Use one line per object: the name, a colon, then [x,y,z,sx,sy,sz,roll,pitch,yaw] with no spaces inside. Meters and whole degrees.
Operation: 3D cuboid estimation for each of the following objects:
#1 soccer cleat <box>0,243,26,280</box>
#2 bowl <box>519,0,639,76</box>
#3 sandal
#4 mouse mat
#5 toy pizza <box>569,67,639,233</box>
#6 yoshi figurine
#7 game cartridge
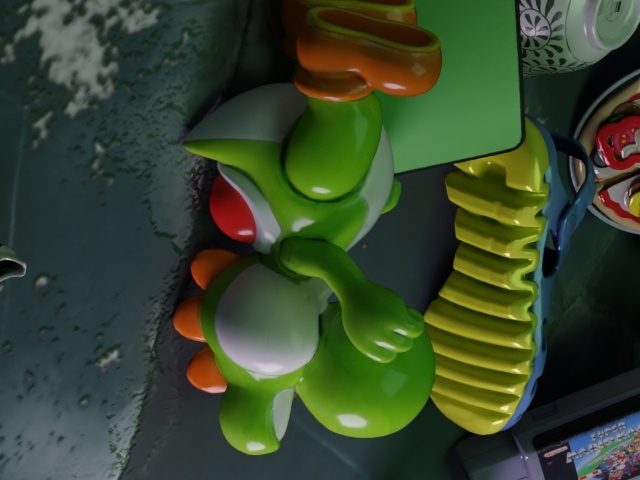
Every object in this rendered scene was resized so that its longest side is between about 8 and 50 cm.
soccer cleat: [-0.233,0.023,1.196,0.083,0.036,0.029,-19,126,-42]
bowl: [0.227,-0.211,1.552,0.170,0.080,0.170,-27,130,-38]
sandal: [0.176,0.027,1.610,0.138,0.126,0.317,-19,127,-47]
mouse mat: [0.085,-0.131,1.425,0.153,0.007,0.189,-12,131,-4]
toy pizza: [0.335,-0.081,1.700,0.201,0.032,0.201,-2,126,-3]
yoshi figurine: [0.026,0.001,1.356,0.204,0.203,0.362,-14,124,-48]
game cartridge: [0.325,0.218,1.811,0.355,0.068,0.230,-22,139,-1]
